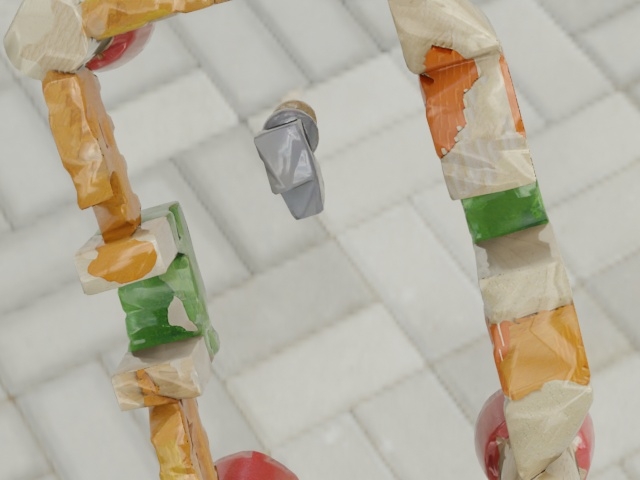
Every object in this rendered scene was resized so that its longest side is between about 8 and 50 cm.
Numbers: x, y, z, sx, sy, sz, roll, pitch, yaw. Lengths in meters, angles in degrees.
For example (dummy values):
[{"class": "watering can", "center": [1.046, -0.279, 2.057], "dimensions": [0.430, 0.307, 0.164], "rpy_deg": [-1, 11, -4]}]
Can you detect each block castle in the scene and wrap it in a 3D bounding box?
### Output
[{"class": "block castle", "center": [0.000, 0.000, 1.167], "dimensions": [0.303, 0.453, 0.213], "rpy_deg": [-15, 12, 8]}]
